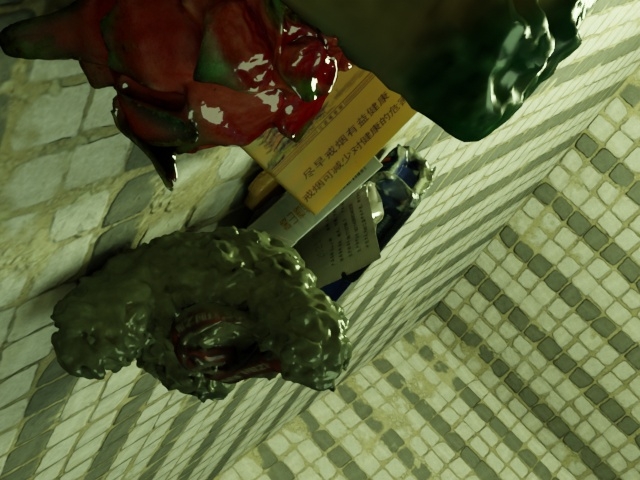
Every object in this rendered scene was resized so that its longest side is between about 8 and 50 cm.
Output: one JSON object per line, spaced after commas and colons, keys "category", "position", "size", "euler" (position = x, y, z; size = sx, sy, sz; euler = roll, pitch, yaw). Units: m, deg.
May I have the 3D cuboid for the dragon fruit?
{"category": "dragon fruit", "position": [-0.089, -0.158, 0.636], "size": [0.193, 0.273, 0.192], "euler": [-63, 141, -45]}

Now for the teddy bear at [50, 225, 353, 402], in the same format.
{"category": "teddy bear", "position": [-0.142, 0.132, 1.149], "size": [0.357, 0.225, 0.368], "euler": [2, 149, -3]}

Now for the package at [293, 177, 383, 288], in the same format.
{"category": "package", "position": [0.000, 0.000, 1.355], "size": [0.203, 0.062, 0.251], "euler": [-32, -158, 17]}

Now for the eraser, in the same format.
{"category": "eraser", "position": [0.076, -0.021, 1.580], "size": [0.332, 0.101, 0.155], "euler": [-52, 180, 35]}

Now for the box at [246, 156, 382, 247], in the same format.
{"category": "box", "position": [-0.020, -0.051, 1.270], "size": [0.233, 0.067, 0.149], "euler": [-42, 179, 1]}

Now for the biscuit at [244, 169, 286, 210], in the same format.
{"category": "biscuit", "position": [-0.035, -0.111, 1.220], "size": [0.184, 0.027, 0.133], "euler": [-41, 171, -9]}

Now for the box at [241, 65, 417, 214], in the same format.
{"category": "box", "position": [-0.023, -0.158, 0.877], "size": [0.174, 0.076, 0.274], "euler": [-46, 145, 2]}

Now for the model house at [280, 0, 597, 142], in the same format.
{"category": "model house", "position": [0.106, -0.319, 0.479], "size": [0.343, 0.334, 0.382], "euler": [-52, 174, 34]}
